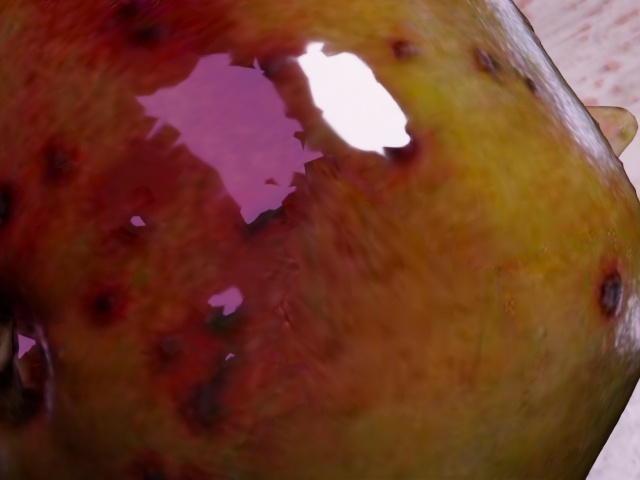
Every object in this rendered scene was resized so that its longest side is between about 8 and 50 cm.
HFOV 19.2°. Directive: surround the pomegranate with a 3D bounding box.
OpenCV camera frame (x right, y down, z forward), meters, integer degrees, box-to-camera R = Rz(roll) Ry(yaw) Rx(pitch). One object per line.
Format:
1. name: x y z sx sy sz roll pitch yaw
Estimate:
1. pomegranate: -0.020 0.014 0.694 0.290 0.323 0.291 1 92 16
